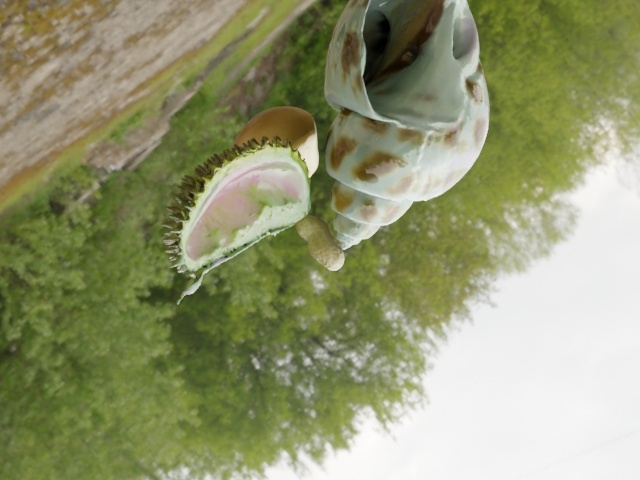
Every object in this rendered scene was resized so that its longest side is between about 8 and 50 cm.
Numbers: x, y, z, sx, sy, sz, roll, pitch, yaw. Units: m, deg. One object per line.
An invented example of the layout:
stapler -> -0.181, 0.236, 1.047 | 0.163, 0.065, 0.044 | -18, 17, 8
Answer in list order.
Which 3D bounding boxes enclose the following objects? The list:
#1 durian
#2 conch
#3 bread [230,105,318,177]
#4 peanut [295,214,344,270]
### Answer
durian -> -0.103, -0.041, 0.847 | 0.096, 0.137, 0.221 | 9, -148, 32
conch -> 0.095, -0.169, 1.002 | 0.197, 0.249, 0.367 | 4, -98, 50
bread -> -0.072, -0.123, 1.159 | 0.147, 0.098, 0.217 | -39, 172, -11
peanut -> 0.000, 0.000, 0.929 | 0.037, 0.083, 0.037 | -26, 148, -17
